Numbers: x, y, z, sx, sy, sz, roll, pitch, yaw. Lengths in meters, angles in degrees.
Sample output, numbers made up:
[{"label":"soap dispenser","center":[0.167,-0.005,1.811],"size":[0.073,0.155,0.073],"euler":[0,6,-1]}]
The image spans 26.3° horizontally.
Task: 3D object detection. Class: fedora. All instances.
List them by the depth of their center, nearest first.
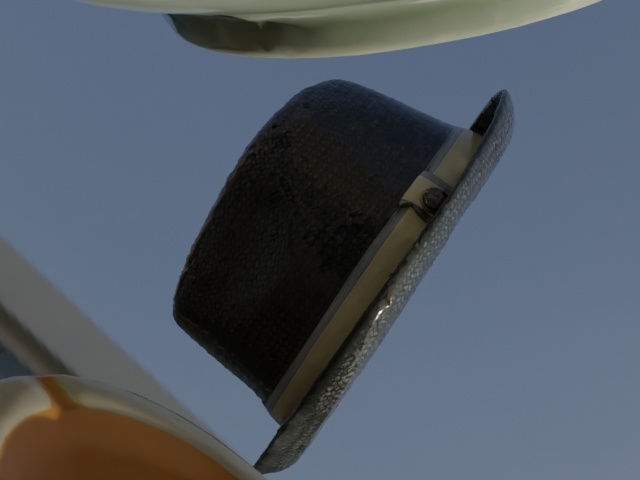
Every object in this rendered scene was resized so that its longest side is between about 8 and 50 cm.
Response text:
[{"label":"fedora","center":[0.000,0.000,1.005],"size":[0.152,0.334,0.334],"euler":[34,-46,3]}]

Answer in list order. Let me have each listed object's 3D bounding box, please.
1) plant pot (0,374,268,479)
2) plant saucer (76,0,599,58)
[{"label":"plant pot","center":[-0.090,0.146,0.366],"size":[0.205,0.205,0.188],"euler":[42,-72,11]},{"label":"plant saucer","center":[0.034,-0.150,0.521],"size":[0.400,0.400,0.101],"euler":[6,-61,37]}]
